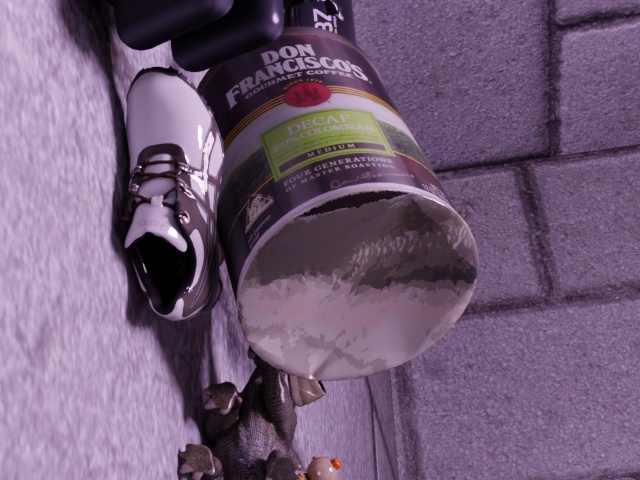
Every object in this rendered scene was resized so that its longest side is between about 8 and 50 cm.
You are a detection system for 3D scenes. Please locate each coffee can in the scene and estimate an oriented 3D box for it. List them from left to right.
[{"bbox_3d":[0.000,-0.041,0.876,0.275,0.202,0.201,-112,-174,-49],"label":"coffee can"}]

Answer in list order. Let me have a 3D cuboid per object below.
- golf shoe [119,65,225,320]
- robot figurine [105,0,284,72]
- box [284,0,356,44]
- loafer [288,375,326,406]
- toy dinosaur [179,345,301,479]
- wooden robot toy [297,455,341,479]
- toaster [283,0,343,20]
[{"bbox_3d":[-0.113,-0.035,0.735,0.094,0.077,0.198,-43,124,-81],"label":"golf shoe"},{"bbox_3d":[-0.095,-0.274,0.725,0.209,0.174,0.278,105,-20,-75],"label":"robot figurine"},{"bbox_3d":[0.000,-0.189,1.493,0.318,0.097,0.395,110,-24,-72],"label":"box"},{"bbox_3d":[-0.022,0.155,1.344,0.056,0.050,0.148,-52,134,-80],"label":"loafer"},{"bbox_3d":[-0.062,0.186,0.877,0.160,0.121,0.313,92,-9,-53],"label":"toy dinosaur"},{"bbox_3d":[-0.019,0.252,1.059,0.076,0.079,0.173,62,14,23],"label":"wooden robot toy"},{"bbox_3d":[-0.077,-0.300,0.926,0.110,0.168,0.185,-89,168,-54],"label":"toaster"}]
